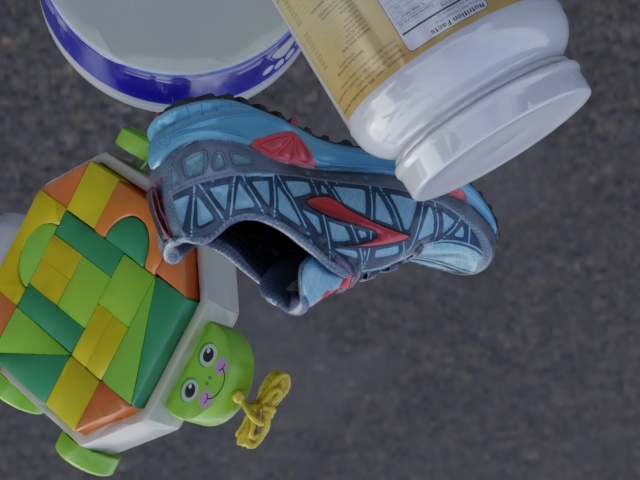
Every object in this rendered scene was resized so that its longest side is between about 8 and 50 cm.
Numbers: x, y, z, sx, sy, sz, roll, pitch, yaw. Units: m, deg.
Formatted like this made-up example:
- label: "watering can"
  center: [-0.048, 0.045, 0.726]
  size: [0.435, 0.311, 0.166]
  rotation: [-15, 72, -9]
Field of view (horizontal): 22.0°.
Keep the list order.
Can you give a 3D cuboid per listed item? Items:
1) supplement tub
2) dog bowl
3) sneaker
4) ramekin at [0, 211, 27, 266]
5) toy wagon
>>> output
- label: "supplement tub"
  center: [0.056, -0.139, 0.973]
  size: [0.144, 0.199, 0.144]
  rotation: [-30, 171, -5]
- label: "dog bowl"
  center: [-0.126, -0.255, 1.489]
  size: [0.265, 0.265, 0.104]
  rotation: [-4, 167, -6]
- label: "sneaker"
  center: [0.000, 0.000, 1.099]
  size: [0.262, 0.125, 0.104]
  rotation: [15, 152, -22]
- label: "ramekin"
  center: [-0.240, 0.064, 1.663]
  size: [0.273, 0.127, 0.273]
  rotation: [18, 173, 2]
- label: "toy wagon"
  center: [-0.155, 0.062, 1.389]
  size: [0.068, 0.344, 0.267]
  rotation: [23, 97, -45]
